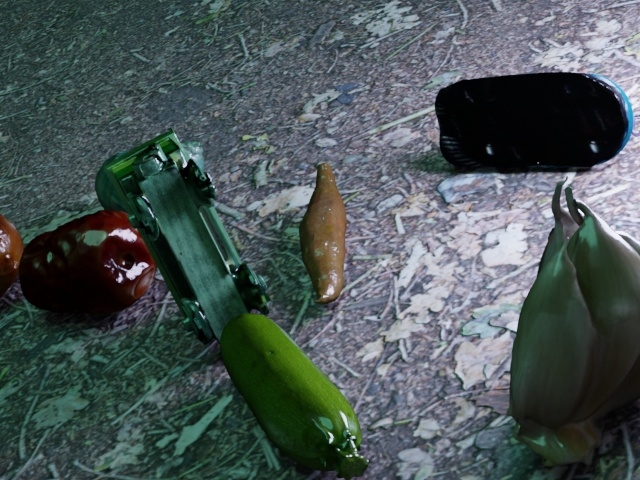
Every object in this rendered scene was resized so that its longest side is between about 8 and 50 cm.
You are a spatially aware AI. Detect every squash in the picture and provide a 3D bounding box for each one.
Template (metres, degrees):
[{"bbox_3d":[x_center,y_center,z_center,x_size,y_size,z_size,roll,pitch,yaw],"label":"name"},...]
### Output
[{"bbox_3d":[-0.036,0.184,1.695,0.101,0.101,0.379,-30,29,-12],"label":"squash"}]

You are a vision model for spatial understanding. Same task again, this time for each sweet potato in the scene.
[{"bbox_3d":[0.000,0.000,2.015,0.072,0.066,0.314,-21,31,18],"label":"sweet potato"}]

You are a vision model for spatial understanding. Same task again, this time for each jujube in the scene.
[{"bbox_3d":[-0.349,0.037,2.121,0.230,0.155,0.155,-8,32,37],"label":"jujube"}]

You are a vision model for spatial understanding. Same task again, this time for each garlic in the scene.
[{"bbox_3d":[0.267,0.080,1.520,0.237,0.292,0.210,5,12,-44],"label":"garlic"}]

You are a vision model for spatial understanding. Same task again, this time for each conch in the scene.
[{"bbox_3d":[-0.264,-0.092,2.283,0.202,0.134,0.196,-15,31,17],"label":"conch"}]

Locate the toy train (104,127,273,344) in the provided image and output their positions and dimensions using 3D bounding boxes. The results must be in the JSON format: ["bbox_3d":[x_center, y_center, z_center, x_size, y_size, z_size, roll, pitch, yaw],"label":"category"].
[{"bbox_3d":[-0.174,0.001,1.908,0.120,0.301,0.202,-29,20,-7],"label":"toy train"}]

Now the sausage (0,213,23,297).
[{"bbox_3d":[-0.600,0.040,2.287,0.268,0.153,0.141,-13,31,19],"label":"sausage"}]

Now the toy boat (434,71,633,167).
[{"bbox_3d":[0.310,-0.174,2.034,0.299,0.134,0.092,2,12,36],"label":"toy boat"}]

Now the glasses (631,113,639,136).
[{"bbox_3d":[0.468,-0.169,1.996,0.104,0.062,0.140,-18,20,-40],"label":"glasses"}]
